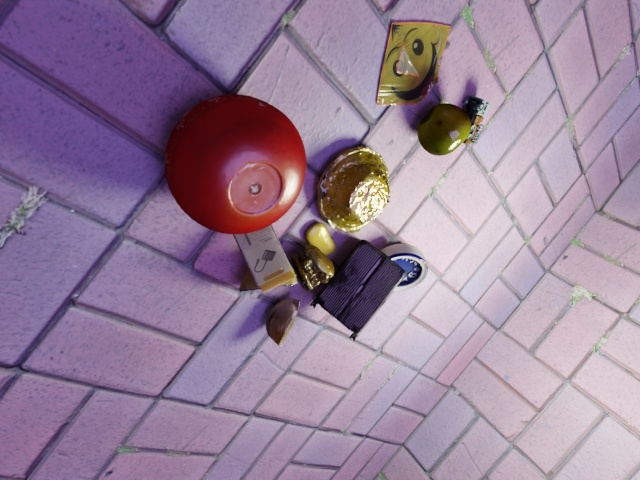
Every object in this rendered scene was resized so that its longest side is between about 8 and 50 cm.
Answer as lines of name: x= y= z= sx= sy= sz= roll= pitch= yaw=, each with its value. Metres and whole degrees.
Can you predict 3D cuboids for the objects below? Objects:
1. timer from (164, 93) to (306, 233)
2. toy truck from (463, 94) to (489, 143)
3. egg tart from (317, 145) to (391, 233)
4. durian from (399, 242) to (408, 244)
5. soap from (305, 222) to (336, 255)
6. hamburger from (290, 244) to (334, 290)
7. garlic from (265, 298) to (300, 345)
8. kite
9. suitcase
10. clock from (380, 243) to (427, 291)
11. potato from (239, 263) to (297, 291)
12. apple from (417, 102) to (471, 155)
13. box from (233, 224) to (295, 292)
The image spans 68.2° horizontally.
timer: x=-0.222 y=-0.198 z=1.282 sx=0.378 sy=0.279 sz=0.377 roll=-19 pitch=130 yaw=-24
toy truck: x=0.605 y=-0.477 z=1.878 sx=0.115 sy=0.080 sz=0.177 roll=-5 pitch=123 yaw=-42
egg tart: x=0.139 y=-0.169 z=1.689 sx=0.341 sy=0.132 sz=0.341 roll=-19 pitch=128 yaw=-26
durian: x=0.359 y=0.053 z=2.058 sx=0.080 sy=0.080 sz=0.091 roll=-13 pitch=137 yaw=-31
soap: x=0.000 y=0.000 z=1.766 sx=0.089 sy=0.033 sz=0.168 roll=-35 pitch=135 yaw=-7
hamburger: x=-0.030 y=0.091 z=1.701 sx=0.131 sy=0.159 sz=0.185 roll=-30 pitch=168 yaw=6
garlic: x=-0.150 y=0.295 z=1.805 sx=0.195 sy=0.101 sz=0.087 roll=-63 pitch=166 yaw=6
kite: x=0.309 y=-0.610 z=1.602 sx=0.377 sy=0.013 sz=0.327 roll=-48 pitch=136 yaw=1
suitcase: x=0.152 y=0.185 z=1.854 sx=0.335 sy=0.230 sz=0.152 roll=-52 pitch=177 yaw=3
clock: x=0.335 y=0.116 z=2.010 sx=0.231 sy=0.083 sz=0.230 roll=-1 pitch=135 yaw=-1
potato: x=-0.184 y=0.110 z=1.637 sx=0.202 sy=0.182 sz=0.117 roll=-6 pitch=90 yaw=-10
apple: x=0.449 y=-0.408 z=1.730 sx=0.157 sy=0.196 sz=0.196 roll=37 pitch=94 yaw=-11
box: x=-0.190 y=0.036 z=1.541 sx=0.129 sy=0.033 sz=0.247 roll=-25 pitch=93 yaw=-24
